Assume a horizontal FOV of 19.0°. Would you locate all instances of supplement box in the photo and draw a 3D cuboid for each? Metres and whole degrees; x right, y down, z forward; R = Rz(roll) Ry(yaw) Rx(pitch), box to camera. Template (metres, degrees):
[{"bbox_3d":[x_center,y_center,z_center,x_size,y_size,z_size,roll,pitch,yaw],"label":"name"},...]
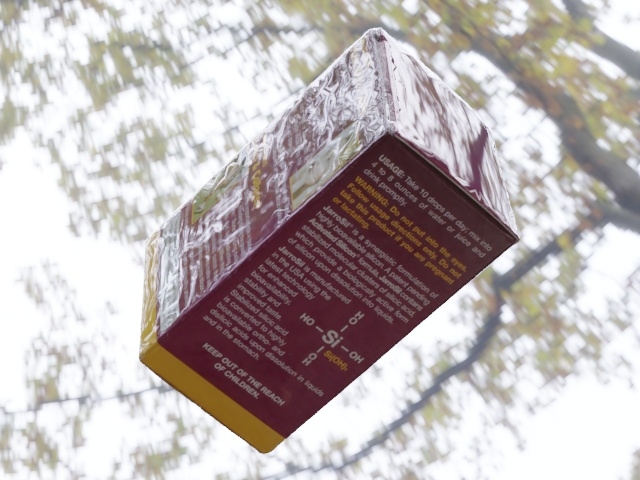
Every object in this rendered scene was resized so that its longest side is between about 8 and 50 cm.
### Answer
[{"bbox_3d":[0.000,0.000,0.448,0.043,0.055,0.083,39,-67,-23],"label":"supplement box"}]
